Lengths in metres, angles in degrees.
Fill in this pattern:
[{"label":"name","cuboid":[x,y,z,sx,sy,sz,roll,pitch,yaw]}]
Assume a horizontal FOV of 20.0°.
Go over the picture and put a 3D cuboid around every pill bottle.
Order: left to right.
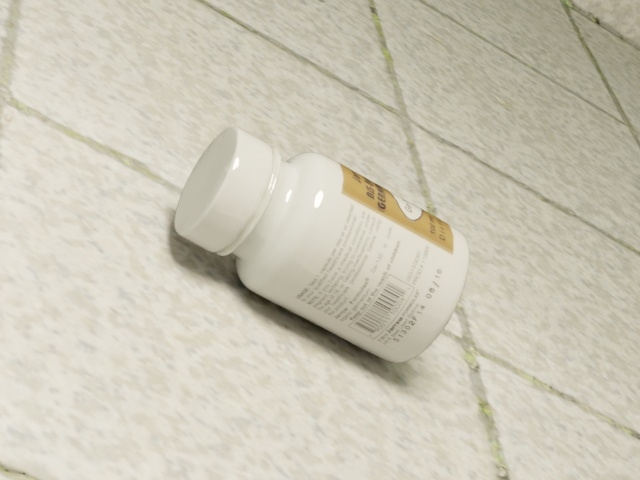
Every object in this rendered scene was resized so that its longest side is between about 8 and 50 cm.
[{"label":"pill bottle","cuboid":[0.000,0.000,1.533,0.229,0.131,0.131,28,23,-20]}]
